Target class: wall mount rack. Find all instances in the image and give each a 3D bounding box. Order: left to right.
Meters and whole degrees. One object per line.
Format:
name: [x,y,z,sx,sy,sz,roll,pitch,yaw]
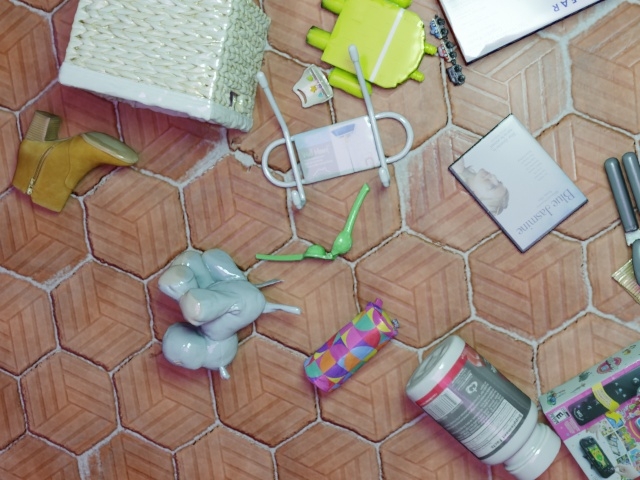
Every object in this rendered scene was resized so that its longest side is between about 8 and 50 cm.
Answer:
wall mount rack: [0.015,-0.240,1.580,0.350,0.130,0.304,-14,98,11]

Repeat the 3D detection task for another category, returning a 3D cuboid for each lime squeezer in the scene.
lime squeezer: [0.000,0.000,1.658,0.310,0.059,0.110,-33,92,13]

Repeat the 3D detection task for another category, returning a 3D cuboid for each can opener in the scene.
can opener: [0.660,-0.044,1.515,0.074,0.093,0.280,-17,86,28]

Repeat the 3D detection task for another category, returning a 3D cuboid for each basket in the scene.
basket: [-0.308,-0.395,1.524,0.331,0.328,0.266,13,95,8]

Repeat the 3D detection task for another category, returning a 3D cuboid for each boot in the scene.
boot: [-0.579,-0.161,1.720,0.295,0.104,0.211,23,106,11]

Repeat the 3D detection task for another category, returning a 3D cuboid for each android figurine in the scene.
android figurine: [0.113,-0.433,1.580,0.273,0.056,0.248,23,100,6]

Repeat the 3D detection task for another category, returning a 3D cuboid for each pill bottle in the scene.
pill bottle: [0.355,0.370,1.585,0.318,0.176,0.176,41,102,2]

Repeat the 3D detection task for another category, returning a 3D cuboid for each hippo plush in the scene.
hippo plush: [-0.251,0.172,1.677,0.294,0.234,0.236,5,124,-32]

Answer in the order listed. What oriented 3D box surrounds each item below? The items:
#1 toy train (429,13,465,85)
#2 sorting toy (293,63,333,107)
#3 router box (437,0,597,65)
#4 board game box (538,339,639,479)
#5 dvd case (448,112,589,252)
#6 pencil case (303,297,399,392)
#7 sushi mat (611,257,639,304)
toy train: [0.270,-0.408,1.573,0.036,0.027,0.158,-20,95,22]
sorting toy: [-0.020,-0.336,1.625,0.075,0.045,0.083,-30,92,19]
router box: [0.394,-0.571,1.500,0.335,0.082,0.301,-24,93,12]
board game box: [0.667,0.370,1.575,0.303,0.097,0.224,-34,91,11]
dvd case: [0.426,-0.123,1.586,0.180,0.022,0.253,-41,90,12]
pencil case: [0.070,0.241,1.660,0.236,0.104,0.104,-43,89,10]
sushi mat: [0.790,0.024,1.546,0.316,0.019,0.151,-43,88,12]
